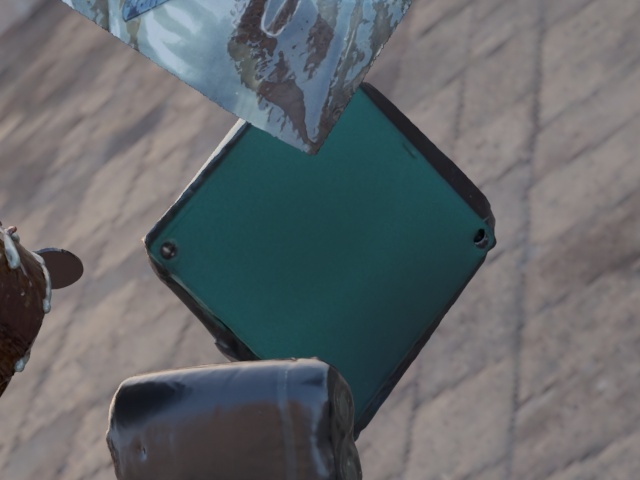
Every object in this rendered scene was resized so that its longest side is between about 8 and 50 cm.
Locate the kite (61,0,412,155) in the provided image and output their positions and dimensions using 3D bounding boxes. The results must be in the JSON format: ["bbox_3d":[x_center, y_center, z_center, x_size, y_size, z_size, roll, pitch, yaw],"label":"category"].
[{"bbox_3d":[-0.098,-0.175,0.813,0.169,0.310,0.015,-66,8,-10],"label":"kite"}]

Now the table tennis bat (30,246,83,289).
[{"bbox_3d":[-0.218,0.017,1.312,0.050,0.083,0.007,-29,53,24],"label":"table tennis bat"}]

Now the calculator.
[{"bbox_3d":[0.000,0.000,1.430,0.248,0.274,0.058,-54,27,-12],"label":"calculator"}]

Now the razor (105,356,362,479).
[{"bbox_3d":[-0.051,0.113,0.968,0.148,0.090,0.054,-4,4,26],"label":"razor"}]

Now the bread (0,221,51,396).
[{"bbox_3d":[-0.228,0.050,0.985,0.160,0.073,0.160,-33,34,26],"label":"bread"}]
